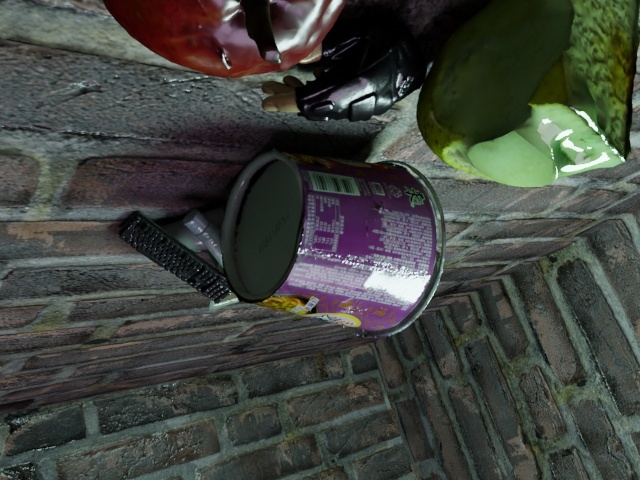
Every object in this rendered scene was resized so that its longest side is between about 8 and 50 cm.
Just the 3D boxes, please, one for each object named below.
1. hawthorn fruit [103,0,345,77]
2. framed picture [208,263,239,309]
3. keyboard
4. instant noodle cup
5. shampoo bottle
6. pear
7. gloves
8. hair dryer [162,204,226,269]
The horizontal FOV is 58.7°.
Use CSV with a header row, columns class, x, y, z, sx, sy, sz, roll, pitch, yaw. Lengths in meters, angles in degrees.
class,x,y,z,sx,sy,sz,roll,pitch,yaw
hawthorn fruit,-0.063,-0.212,0.399,0.210,0.266,0.230,22,136,-35
framed picture,-0.134,0.065,1.141,0.183,0.011,0.142,-13,137,-36
keyboard,-0.261,0.039,1.043,0.231,0.023,0.072,39,123,-21
instant noodle cup,0.000,0.000,0.977,0.266,0.340,0.340,9,149,-36
shampoo bottle,-0.169,0.019,1.026,0.041,0.069,0.190,-6,135,48
pear,0.244,-0.214,0.741,0.176,0.286,0.282,20,166,-33
gloves,0.024,-0.203,0.724,0.203,0.124,0.164,-33,151,-4
hair dryer,-0.207,0.040,1.131,0.131,0.073,0.236,-18,136,2
